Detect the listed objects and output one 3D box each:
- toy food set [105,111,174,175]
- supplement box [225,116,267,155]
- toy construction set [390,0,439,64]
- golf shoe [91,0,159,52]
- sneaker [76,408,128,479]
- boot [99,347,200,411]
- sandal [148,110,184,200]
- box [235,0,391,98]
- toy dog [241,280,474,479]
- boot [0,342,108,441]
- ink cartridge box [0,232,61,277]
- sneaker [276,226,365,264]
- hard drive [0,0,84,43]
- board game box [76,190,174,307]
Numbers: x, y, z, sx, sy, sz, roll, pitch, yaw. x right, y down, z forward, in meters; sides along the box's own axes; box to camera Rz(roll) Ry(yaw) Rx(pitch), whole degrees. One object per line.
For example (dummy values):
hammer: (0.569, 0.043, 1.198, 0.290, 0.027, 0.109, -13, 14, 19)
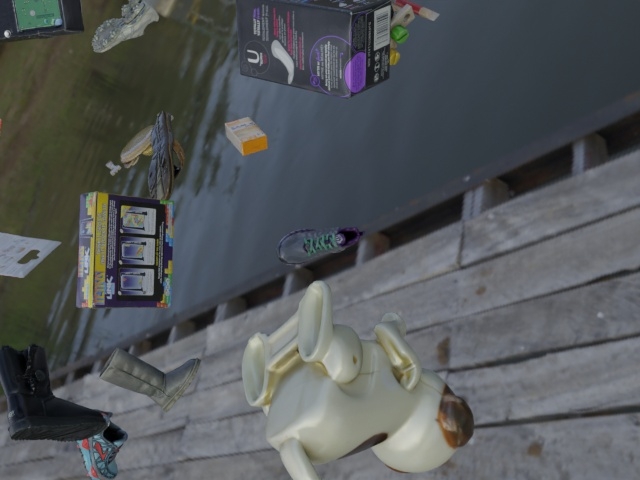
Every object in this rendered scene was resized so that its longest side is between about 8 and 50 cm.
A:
toy food set: (-0.414, -0.219, 1.789, 0.192, 0.038, 0.132, -45, 28, -6)
supplement box: (-0.168, -0.236, 1.722, 0.098, 0.062, 0.036, 48, 150, 43)
toy construction set: (0.158, -0.502, 1.795, 0.237, 0.309, 0.257, 37, 145, 37)
golf shoe: (-0.447, -0.481, 1.764, 0.176, 0.086, 0.069, -30, 64, 23)
sneaker: (-0.589, 0.569, 2.103, 0.104, 0.125, 0.261, -93, -5, -54)
boot: (-0.445, 0.337, 2.005, 0.189, 0.209, 0.076, -52, 10, 6)
sandal: (-0.317, -0.173, 1.600, 0.090, 0.060, 0.219, -42, 45, 40)
box: (-0.014, -0.389, 1.472, 0.270, 0.143, 0.165, 19, 125, 30)
toy dog: (0.102, 0.310, 1.472, 0.284, 0.408, 0.395, -50, 33, 29)
boot: (-0.589, 0.329, 1.676, 0.094, 0.246, 0.207, -36, 60, 23)
ink cartridge box: (-0.617, 0.037, 1.384, 0.189, 0.233, 0.066, -82, 5, -70)
sneaker: (0.000, 0.000, 1.859, 0.098, 0.224, 0.083, -18, 89, 53)
hard drive: (-0.527, -0.406, 1.129, 0.064, 0.339, 0.236, -42, -53, -72)
board game box: (-0.294, 0.018, 1.161, 0.048, 0.141, 0.170, -3, 84, 44)
